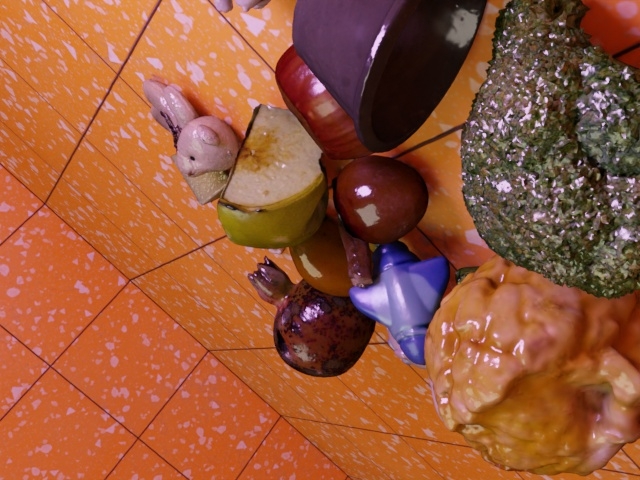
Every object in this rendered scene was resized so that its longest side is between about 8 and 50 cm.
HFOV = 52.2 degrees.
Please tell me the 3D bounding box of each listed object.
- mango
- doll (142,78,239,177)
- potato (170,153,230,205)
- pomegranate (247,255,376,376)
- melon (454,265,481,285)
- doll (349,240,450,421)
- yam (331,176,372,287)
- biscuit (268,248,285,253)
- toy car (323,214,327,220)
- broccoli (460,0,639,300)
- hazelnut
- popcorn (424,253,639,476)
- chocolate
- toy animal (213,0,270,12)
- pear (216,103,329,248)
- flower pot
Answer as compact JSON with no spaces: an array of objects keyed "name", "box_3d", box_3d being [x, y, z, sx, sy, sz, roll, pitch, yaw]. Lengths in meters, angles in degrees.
[{"name":"mango","box_3d":[0.022,0.041,1.456,0.221,0.152,0.120,24,-173,-16]},{"name":"doll","box_3d":[-0.308,-0.245,1.466,0.278,0.149,0.175,40,-170,25]},{"name":"potato","box_3d":[-0.276,-0.180,1.617,0.120,0.081,0.149,-30,94,31]},{"name":"pomegranate","box_3d":[-0.034,0.172,1.610,0.340,0.285,0.285,35,154,-5]},{"name":"melon","box_3d":[0.355,0.141,1.255,0.169,0.129,0.265,-10,114,11]},{"name":"doll","box_3d":[0.177,0.145,1.322,0.376,0.187,0.366,36,157,54]},{"name":"yam","box_3d":[0.060,-0.022,1.275,0.056,0.241,0.057,-8,153,-4]},{"name":"biscuit","box_3d":[-0.186,-0.054,1.718,0.158,0.035,0.240,13,145,37]},{"name":"toy car","box_3d":[0.000,0.000,1.546,0.095,0.056,0.205,5,138,46]},{"name":"broccoli","box_3d":[0.312,-0.093,0.750,0.310,0.321,0.413,-22,100,51]},{"name":"hazelnut","box_3d":[0.045,-0.234,1.008,0.212,0.181,0.181,53,179,-25]},{"name":"popcorn","box_3d":[0.355,0.174,1.025,0.390,0.354,0.344,16,146,1]},{"name":"chocolate","box_3d":[0.115,-0.079,1.185,0.176,0.177,0.177,29,153,17]},{"name":"toy animal","box_3d":[-0.084,-0.373,0.914,0.221,0.103,0.131,40,122,51]},{"name":"pear","box_3d":[-0.068,-0.086,1.279,0.176,0.287,0.282,13,149,7]},{"name":"flower pot","box_3d":[0.073,-0.262,0.811,0.166,0.269,0.269,35,154,19]}]
